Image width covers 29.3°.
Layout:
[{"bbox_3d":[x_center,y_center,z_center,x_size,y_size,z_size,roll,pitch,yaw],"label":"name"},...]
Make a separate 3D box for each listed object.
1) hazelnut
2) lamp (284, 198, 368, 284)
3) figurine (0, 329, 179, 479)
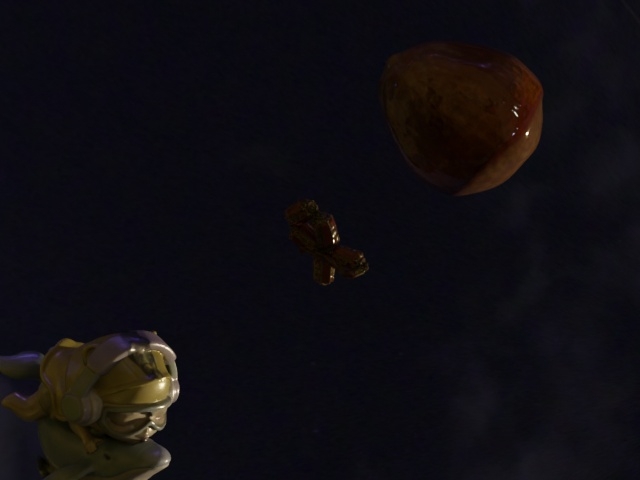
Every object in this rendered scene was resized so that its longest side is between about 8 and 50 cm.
[{"bbox_3d":[0.159,-0.149,1.450,0.214,0.214,0.176,21,-114,22],"label":"hazelnut"},{"bbox_3d":[0.000,0.000,1.094,0.063,0.031,0.083,-21,-77,44],"label":"lamp"},{"bbox_3d":[-0.209,0.149,1.125,0.208,0.128,0.184,36,-64,32],"label":"figurine"}]
